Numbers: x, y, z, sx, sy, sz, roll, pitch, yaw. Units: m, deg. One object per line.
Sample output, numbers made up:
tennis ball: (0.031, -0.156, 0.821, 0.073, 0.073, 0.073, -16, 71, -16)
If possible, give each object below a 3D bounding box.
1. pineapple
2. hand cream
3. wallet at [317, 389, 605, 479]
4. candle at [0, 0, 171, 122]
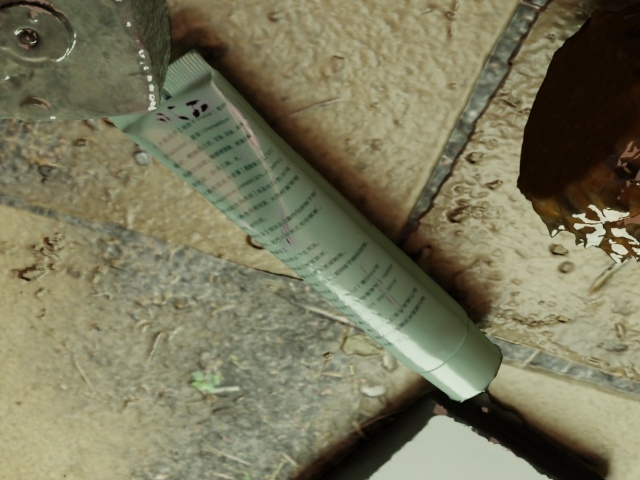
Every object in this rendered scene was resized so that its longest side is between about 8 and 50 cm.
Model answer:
pineapple: (0.298, -0.012, 1.161, 0.364, 0.165, 0.165, 24, 135, -18)
hand cream: (0.000, 0.000, 1.288, 0.085, 0.058, 0.331, -27, 127, 34)
wallet: (0.057, 0.249, 1.552, 0.197, 0.051, 0.377, 31, 132, -19)
candle: (-0.163, -0.138, 1.159, 0.168, 0.068, 0.192, 28, 137, -22)
